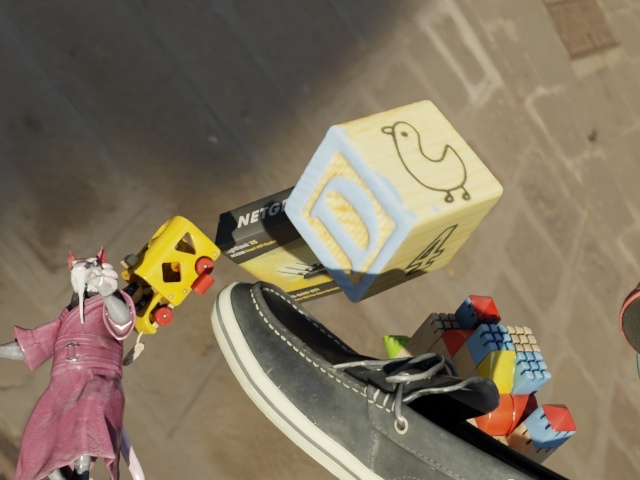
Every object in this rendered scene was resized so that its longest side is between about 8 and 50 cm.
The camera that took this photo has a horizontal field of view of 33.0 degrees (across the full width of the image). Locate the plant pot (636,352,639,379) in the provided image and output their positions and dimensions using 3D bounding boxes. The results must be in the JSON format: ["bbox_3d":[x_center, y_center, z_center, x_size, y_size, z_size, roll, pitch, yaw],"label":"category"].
[{"bbox_3d":[0.664,0.171,1.677,0.255,0.271,0.272,99,-28,-74],"label":"plant pot"}]

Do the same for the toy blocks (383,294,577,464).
[{"bbox_3d":[0.257,0.238,1.732,0.190,0.261,0.381,5,47,-29],"label":"toy blocks"}]

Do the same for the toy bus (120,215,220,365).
[{"bbox_3d":[-0.249,0.057,1.623,0.104,0.191,0.202,45,20,-16],"label":"toy bus"}]

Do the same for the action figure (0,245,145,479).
[{"bbox_3d":[-0.309,0.179,1.489,0.275,0.248,0.370,38,46,-49],"label":"action figure"}]

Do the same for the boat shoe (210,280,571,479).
[{"bbox_3d":[0.093,0.176,1.026,0.500,0.156,0.186,39,10,30],"label":"boat shoe"}]

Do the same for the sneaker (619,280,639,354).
[{"bbox_3d":[0.436,0.016,1.017,0.116,0.313,0.136,61,33,-18],"label":"sneaker"}]

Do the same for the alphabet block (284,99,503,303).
[{"bbox_3d":[0.101,-0.057,1.533,0.197,0.193,0.192,-21,67,-39],"label":"alphabet block"}]

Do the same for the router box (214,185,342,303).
[{"bbox_3d":[0.000,0.000,1.973,0.243,0.308,0.081,37,48,-38],"label":"router box"}]
